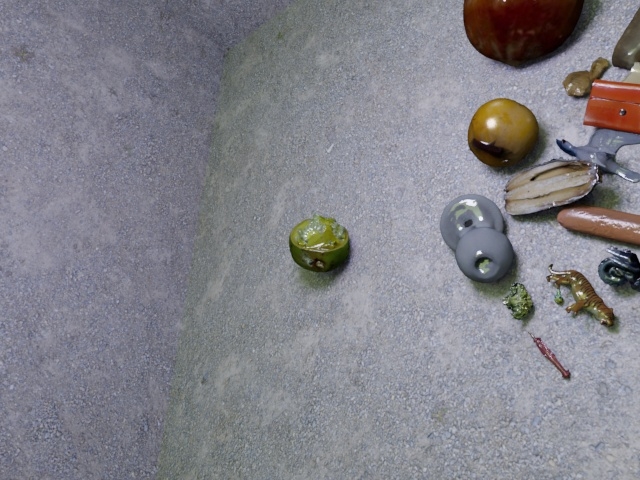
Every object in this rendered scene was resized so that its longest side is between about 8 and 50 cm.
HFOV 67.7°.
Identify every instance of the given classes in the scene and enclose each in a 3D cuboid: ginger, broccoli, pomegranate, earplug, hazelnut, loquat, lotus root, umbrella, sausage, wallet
[{"bbox_3d":[0.880,-0.547,1.599,0.165,0.067,0.096,-47,44,-3],"label":"ginger"},{"bbox_3d":[0.608,0.186,1.475,0.097,0.092,0.095,-68,27,21],"label":"broccoli"},{"bbox_3d":[0.000,0.000,2.047,0.260,0.260,0.341,-37,18,25],"label":"pomegranate"},{"bbox_3d":[0.518,-0.007,1.590,0.214,0.175,0.325,-32,51,26],"label":"earplug"},{"bbox_3d":[0.716,-0.843,1.704,0.421,0.353,0.421,3,96,31],"label":"hazelnut"},{"bbox_3d":[0.624,-0.367,1.635,0.235,0.235,0.235,-20,57,35],"label":"loquat"},{"bbox_3d":[0.730,-0.166,1.498,0.329,0.078,0.167,-10,72,61],"label":"lotus root"},{"bbox_3d":[0.667,0.332,1.393,0.027,0.025,0.165,-33,51,3],"label":"umbrella"},{"bbox_3d":[0.835,-0.048,1.377,0.289,0.086,0.086,21,85,47],"label":"sausage"},{"bbox_3d":[0.905,-0.396,1.419,0.204,0.045,0.142,23,130,36],"label":"wallet"}]

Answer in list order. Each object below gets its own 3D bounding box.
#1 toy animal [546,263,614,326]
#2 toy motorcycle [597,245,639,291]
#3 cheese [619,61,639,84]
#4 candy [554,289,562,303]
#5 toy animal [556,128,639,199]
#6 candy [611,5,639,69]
[{"bbox_3d":[0.745,0.155,1.379,0.099,0.057,0.241,-20,49,6],"label":"toy animal"},{"bbox_3d":[0.881,0.072,1.239,0.270,0.106,0.159,19,105,40],"label":"toy motorcycle"},{"bbox_3d":[0.972,-0.420,1.428,0.249,0.071,0.163,45,133,21],"label":"cheese"},{"bbox_3d":[0.718,0.150,1.437,0.023,0.025,0.083,-22,48,56],"label":"candy"},{"bbox_3d":[0.854,-0.256,1.472,0.255,0.176,0.239,39,104,12],"label":"toy animal"},{"bbox_3d":[1.017,-0.647,1.488,0.104,0.102,0.234,38,96,46],"label":"candy"}]
